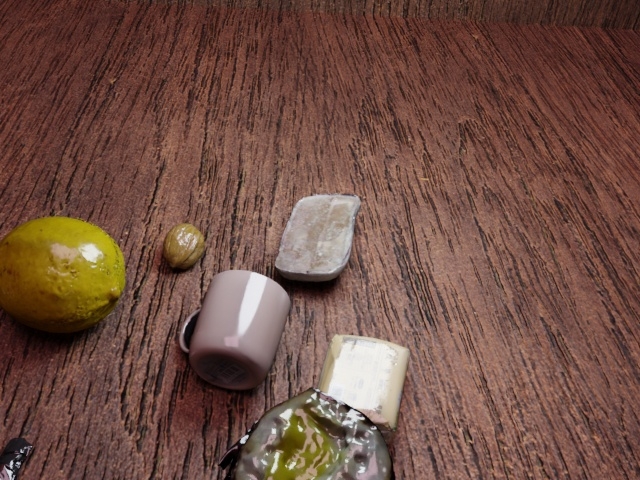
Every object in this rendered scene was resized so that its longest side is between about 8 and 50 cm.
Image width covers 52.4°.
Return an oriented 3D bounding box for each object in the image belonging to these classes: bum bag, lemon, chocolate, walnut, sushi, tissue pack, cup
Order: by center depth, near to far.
[{"bbox_3d":[-0.035,0.454,1.107,0.299,0.294,0.281,-31,60,-30],"label":"sushi"},{"bbox_3d":[-0.595,0.431,1.237,0.057,0.034,0.125,-1,44,11],"label":"bum bag"},{"bbox_3d":[0.089,0.312,1.403,0.186,0.090,0.222,11,44,7],"label":"tissue pack"},{"bbox_3d":[-0.207,0.205,1.424,0.252,0.192,0.201,-10,43,25],"label":"cup"},{"bbox_3d":[-0.583,0.072,1.438,0.309,0.258,0.258,8,45,6],"label":"lemon"},{"bbox_3d":[-0.346,0.016,1.636,0.105,0.105,0.125,19,58,11],"label":"walnut"},{"bbox_3d":[0.000,0.000,1.692,0.185,0.101,0.303,5,42,12],"label":"chocolate"}]
